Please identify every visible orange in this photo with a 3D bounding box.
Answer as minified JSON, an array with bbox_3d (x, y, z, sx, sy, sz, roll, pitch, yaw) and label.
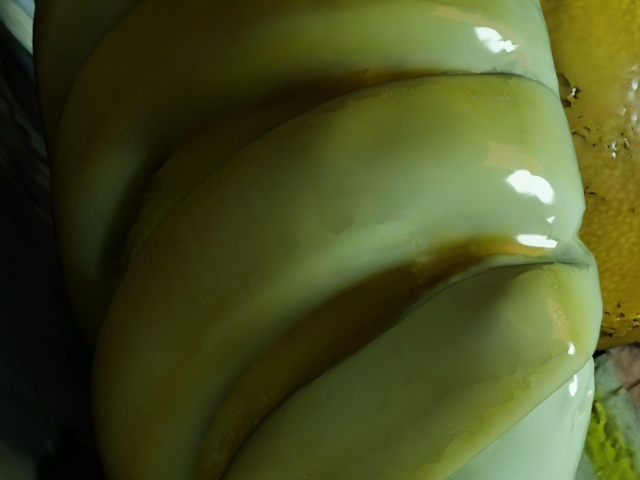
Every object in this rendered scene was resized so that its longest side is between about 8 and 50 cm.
[{"bbox_3d":[0.109,-0.065,0.895,0.240,0.240,0.240,56,10,-15],"label":"orange"}]

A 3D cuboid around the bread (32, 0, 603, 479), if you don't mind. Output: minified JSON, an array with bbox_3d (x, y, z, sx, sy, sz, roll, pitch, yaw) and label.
[{"bbox_3d":[-0.015,-0.043,0.508,0.173,0.121,0.311,99,-17,-52],"label":"bread"}]

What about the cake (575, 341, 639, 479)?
[{"bbox_3d":[0.155,0.164,0.874,0.090,0.109,0.225,47,16,-50],"label":"cake"}]

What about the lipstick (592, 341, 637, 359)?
[{"bbox_3d":[0.169,0.061,1.201,0.234,0.053,0.053,32,0,20],"label":"lipstick"}]
